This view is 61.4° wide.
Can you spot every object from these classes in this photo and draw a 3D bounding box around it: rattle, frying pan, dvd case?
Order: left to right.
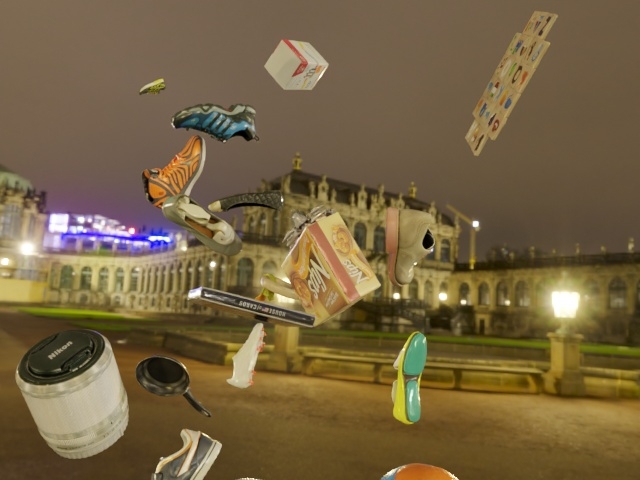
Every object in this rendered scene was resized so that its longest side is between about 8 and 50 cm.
[{"bbox_3d":[-0.508,0.511,1.952,0.326,0.197,0.053,26,29,-12],"label":"frying pan"},{"bbox_3d":[-0.151,0.143,1.136,0.238,0.030,0.179,18,-14,-18],"label":"dvd case"},{"bbox_3d":[-0.096,0.188,1.584,0.199,0.143,0.130,25,-13,-13],"label":"rattle"}]

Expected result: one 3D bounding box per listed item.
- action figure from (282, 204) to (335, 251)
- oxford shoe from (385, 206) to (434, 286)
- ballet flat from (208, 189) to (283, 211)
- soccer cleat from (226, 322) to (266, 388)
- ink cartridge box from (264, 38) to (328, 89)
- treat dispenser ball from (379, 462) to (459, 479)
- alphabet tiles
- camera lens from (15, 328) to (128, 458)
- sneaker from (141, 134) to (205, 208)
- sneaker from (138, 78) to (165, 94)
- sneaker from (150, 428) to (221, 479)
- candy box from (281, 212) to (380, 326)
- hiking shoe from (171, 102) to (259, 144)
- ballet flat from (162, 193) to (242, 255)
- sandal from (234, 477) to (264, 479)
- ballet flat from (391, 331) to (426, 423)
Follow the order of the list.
[{"bbox_3d":[0.000,0.000,1.665,0.185,0.099,0.285,-38,-59,15],"label":"action figure"},{"bbox_3d":[0.287,0.039,1.706,0.146,0.141,0.397,0,-29,11],"label":"oxford shoe"},{"bbox_3d":[-0.163,-0.081,1.204,0.173,0.049,0.057,-9,-2,-19],"label":"ballet flat"},{"bbox_3d":[-0.210,0.322,1.539,0.076,0.196,0.068,7,-32,12],"label":"soccer cleat"},{"bbox_3d":[-0.086,-0.643,1.984,0.176,0.127,0.128,-23,-21,-53],"label":"ink cartridge box"},{"bbox_3d":[0.254,0.708,1.338,0.288,0.288,0.288,3,-8,0],"label":"treat dispenser ball"},{"bbox_3d":[0.448,-0.379,1.301,0.011,0.343,0.285,23,25,-5],"label":"alphabet tiles"},{"bbox_3d":[-0.619,0.381,1.367,0.219,0.274,0.219,-3,30,2],"label":"camera lens"},{"bbox_3d":[-0.567,-0.269,2.061,0.180,0.321,0.124,18,8,-39],"label":"sneaker"},{"bbox_3d":[-0.480,-0.433,1.546,0.083,0.035,0.031,-35,20,-20],"label":"sneaker"},{"bbox_3d":[-0.395,0.652,1.409,0.127,0.321,0.126,33,-34,-4],"label":"sneaker"},{"bbox_3d":[0.011,0.079,1.247,0.087,0.183,0.316,-27,-9,-21],"label":"candy box"},{"bbox_3d":[-0.369,-0.407,1.909,0.304,0.132,0.113,-8,-3,-18],"label":"hiking shoe"},{"bbox_3d":[-0.248,-0.031,1.192,0.213,0.072,0.068,34,-34,-30],"label":"ballet flat"},{"bbox_3d":[-0.191,0.789,1.579,0.416,0.169,0.102,22,16,-41],"label":"sandal"},{"bbox_3d":[0.220,0.350,1.388,0.077,0.231,0.077,16,-16,-32],"label":"ballet flat"}]
